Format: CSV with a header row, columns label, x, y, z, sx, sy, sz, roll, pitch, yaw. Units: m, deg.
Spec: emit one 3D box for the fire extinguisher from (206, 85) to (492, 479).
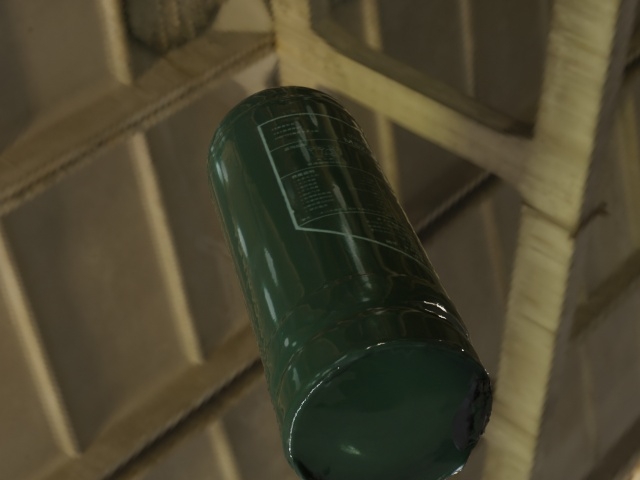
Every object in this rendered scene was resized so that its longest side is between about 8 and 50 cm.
label,x,y,z,sx,sy,sz,roll,pitch,yaw
fire extinguisher,0.000,0.000,0.642,0.095,0.311,0.114,-34,-53,9
